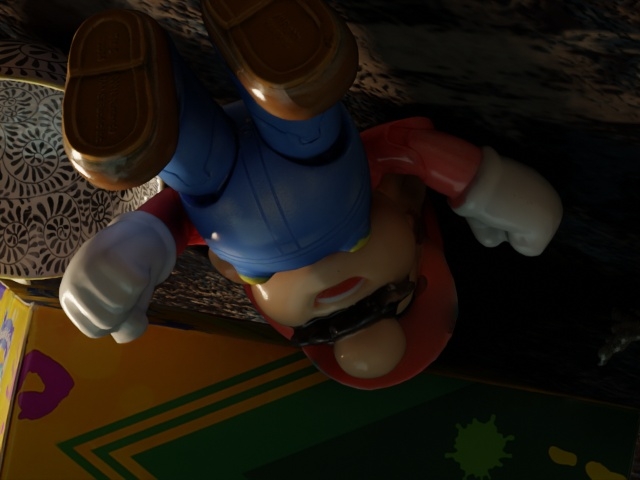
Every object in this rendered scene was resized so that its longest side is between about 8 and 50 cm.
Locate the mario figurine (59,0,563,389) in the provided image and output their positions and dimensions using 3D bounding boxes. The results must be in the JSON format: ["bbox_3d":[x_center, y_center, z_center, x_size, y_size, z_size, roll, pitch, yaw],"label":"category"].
[{"bbox_3d":[0.000,0.000,0.918,0.198,0.170,0.320,12,163,23],"label":"mario figurine"}]

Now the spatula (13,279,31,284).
[{"bbox_3d":[-0.229,-0.056,1.163,0.168,0.019,0.242,10,139,29],"label":"spatula"}]

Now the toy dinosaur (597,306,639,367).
[{"bbox_3d":[0.231,0.061,1.072,0.118,0.064,0.268,6,160,26],"label":"toy dinosaur"}]

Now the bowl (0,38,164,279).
[{"bbox_3d":[-0.171,-0.060,1.049,0.170,0.080,0.170,0,140,0],"label":"bowl"}]

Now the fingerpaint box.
[{"bbox_3d":[-0.046,0.140,1.263,0.371,0.163,0.445,11,178,-13],"label":"fingerpaint box"}]
